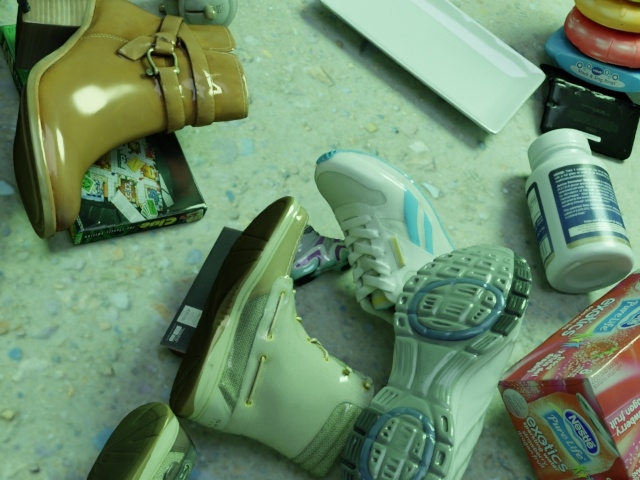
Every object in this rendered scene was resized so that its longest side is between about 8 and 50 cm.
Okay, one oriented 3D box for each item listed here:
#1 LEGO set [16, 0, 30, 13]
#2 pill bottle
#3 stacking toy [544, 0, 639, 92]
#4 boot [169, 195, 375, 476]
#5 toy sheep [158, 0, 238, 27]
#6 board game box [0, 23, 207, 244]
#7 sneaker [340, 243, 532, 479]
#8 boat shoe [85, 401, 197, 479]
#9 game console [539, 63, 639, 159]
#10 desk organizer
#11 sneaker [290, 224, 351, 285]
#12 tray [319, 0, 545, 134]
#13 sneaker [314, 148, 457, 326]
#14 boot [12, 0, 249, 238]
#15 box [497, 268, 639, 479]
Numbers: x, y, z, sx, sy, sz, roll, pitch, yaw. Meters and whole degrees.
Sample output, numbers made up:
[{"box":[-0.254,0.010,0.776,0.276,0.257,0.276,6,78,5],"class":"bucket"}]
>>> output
[{"box":[-0.365,-0.152,0.883,0.192,0.331,0.255,18,56,-60],"class":"LEGO set"},{"box":[0.279,-0.036,1.140,0.094,0.094,0.169,4,57,-18],"class":"pill bottle"},{"box":[0.393,-0.343,1.242,0.175,0.302,0.165,25,42,25],"class":"stacking toy"},{"box":[-0.020,0.085,0.915,0.165,0.077,0.213,29,75,-21],"class":"boot"},{"box":[-0.133,-0.265,1.137,0.091,0.091,0.132,3,32,-19],"class":"toy sheep"},{"box":[-0.223,-0.120,1.047,0.136,0.030,0.260,-13,64,-25],"class":"board game box"},{"box":[0.108,0.132,0.934,0.111,0.129,0.297,19,62,25],"class":"sneaker"},{"box":[-0.162,0.235,0.806,0.073,0.080,0.224,48,53,-29],"class":"boat shoe"},{"box":[0.329,-0.162,1.294,0.122,0.071,0.107,16,84,-10],"class":"game console"},{"box":[-0.091,0.057,0.964,0.047,0.050,0.130,14,64,29],"class":"desk organizer"},{"box":[0.000,0.000,1.045,0.098,0.038,0.069,-17,66,-29],"class":"sneaker"},{"box":[0.133,-0.239,1.259,0.270,0.030,0.145,39,54,6],"class":"tray"},{"box":[0.067,0.012,0.995,0.229,0.087,0.092,52,55,-13],"class":"sneaker"},{"box":[-0.178,-0.120,0.993,0.220,0.109,0.283,4,49,-21],"class":"boot"},{"box":[0.310,0.128,1.003,0.256,0.122,0.128,-29,100,-34],"class":"box"}]
